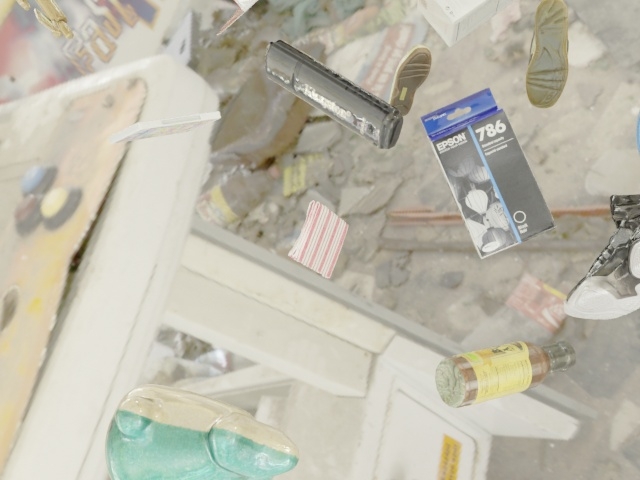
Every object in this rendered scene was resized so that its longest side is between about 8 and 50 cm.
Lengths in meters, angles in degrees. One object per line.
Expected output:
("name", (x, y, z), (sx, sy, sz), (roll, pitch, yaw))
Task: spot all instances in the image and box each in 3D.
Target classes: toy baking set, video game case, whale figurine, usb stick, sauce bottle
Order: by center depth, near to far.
("whale figurine", (-0.141, 0.250, 0.853), (0.272, 0.216, 0.141), (-13, 52, 52))
("video game case", (-0.204, -0.149, 0.986), (0.087, 0.122, 0.011), (-9, 96, 50))
("usb stick", (0.015, -0.239, 1.217), (0.278, 0.077, 0.045), (36, 45, 25))
("toy baking set", (-0.552, -0.480, 1.385), (0.030, 0.197, 0.256), (-39, 69, 3))
("sauce bottle", (0.413, 0.281, 1.646), (0.111, 0.344, 0.111), (16, 109, 58))

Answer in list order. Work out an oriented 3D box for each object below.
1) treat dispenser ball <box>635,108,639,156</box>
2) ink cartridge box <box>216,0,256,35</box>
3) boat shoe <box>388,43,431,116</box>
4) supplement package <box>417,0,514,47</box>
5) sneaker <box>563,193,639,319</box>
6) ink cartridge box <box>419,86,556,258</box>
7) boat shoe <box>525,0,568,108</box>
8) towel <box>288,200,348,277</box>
("treat dispenser ball", (0.719, -0.200, 1.341), (0.288, 0.288, 0.288), (-25, 46, 30))
("ink cartridge box", (-0.116, -0.549, 1.411), (0.272, 0.130, 0.309), (-37, 20, 20))
("boat shoe", (0.188, -0.361, 1.639), (0.190, 0.068, 0.072), (116, 160, -50))
("supplement package", (0.362, -0.592, 1.742), (0.244, 0.139, 0.134), (-36, 79, -1))
("sneaker", (0.487, 0.020, 1.211), (0.268, 0.101, 0.153), (126, 156, -54))
("ink cartridge box", (0.339, -0.144, 1.543), (0.165, 0.065, 0.332), (-24, 82, 8))
("boat shoe", (0.449, -0.371, 1.468), (0.080, 0.223, 0.073), (8, 38, 20))
("towel", (0.000, 0.000, 1.761), (0.029, 0.197, 0.144), (18, 82, 28))
